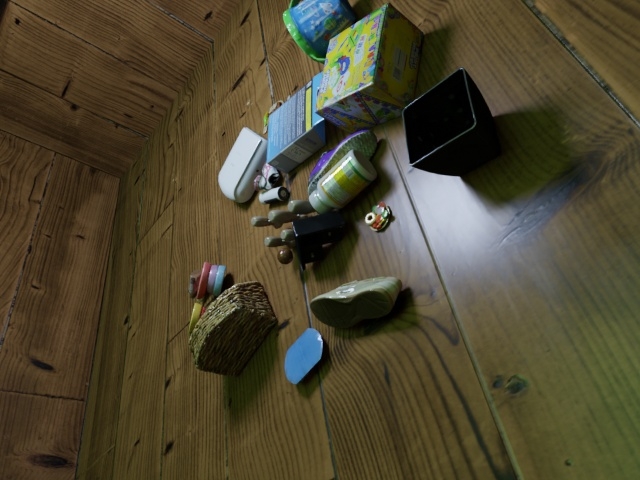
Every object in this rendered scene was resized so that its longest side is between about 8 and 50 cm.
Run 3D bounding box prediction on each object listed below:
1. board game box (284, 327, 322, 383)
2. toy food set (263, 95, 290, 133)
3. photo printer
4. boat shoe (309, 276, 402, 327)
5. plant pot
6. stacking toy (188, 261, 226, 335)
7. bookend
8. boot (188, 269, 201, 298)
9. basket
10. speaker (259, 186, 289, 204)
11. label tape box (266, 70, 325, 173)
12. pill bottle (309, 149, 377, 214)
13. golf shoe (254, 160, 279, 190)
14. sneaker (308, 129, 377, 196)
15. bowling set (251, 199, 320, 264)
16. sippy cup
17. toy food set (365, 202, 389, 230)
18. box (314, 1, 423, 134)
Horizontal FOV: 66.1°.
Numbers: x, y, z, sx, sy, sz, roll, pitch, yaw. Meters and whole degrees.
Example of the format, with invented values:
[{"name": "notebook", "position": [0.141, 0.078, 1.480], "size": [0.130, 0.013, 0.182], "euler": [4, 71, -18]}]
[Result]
[{"name": "board game box", "position": [-0.041, 0.346, 1.466], "size": [0.169, 0.033, 0.133], "euler": [-49, 33, 16]}, {"name": "toy food set", "position": [-0.206, -0.567, 2.190], "size": [0.192, 0.038, 0.133], "euler": [-25, 52, 44]}, {"name": "photo printer", "position": [-0.335, -0.324, 2.163], "size": [0.308, 0.107, 0.256], "euler": [-60, 35, 10]}, {"name": "boat shoe", "position": [0.094, 0.162, 1.345], "size": [0.302, 0.109, 0.098], "euler": [-22, 15, 46]}, {"name": "plant pot", "position": [0.330, -0.264, 1.200], "size": [0.187, 0.166, 0.188], "euler": [-30, 50, 40]}, {"name": "stacking toy", "position": [-0.449, 0.262, 2.030], "size": [0.279, 0.130, 0.309], "euler": [123, 157, -62]}, {"name": "bookend", "position": [0.000, 0.000, 1.552], "size": [0.072, 0.156, 0.157], "euler": [-111, 10, -45]}, {"name": "boot", "position": [-0.517, 0.182, 2.027], "size": [0.118, 0.042, 0.087], "euler": [-75, -10, -67]}, {"name": "basket", "position": [-0.335, 0.288, 1.725], "size": [0.299, 0.213, 0.223], "euler": [-54, 38, 17]}, {"name": "speaker", "position": [-0.183, -0.175, 1.924], "size": [0.136, 0.055, 0.055], "euler": [-6, 66, 51]}, {"name": "label tape box", "position": [-0.058, -0.447, 1.867], "size": [0.347, 0.115, 0.249], "euler": [-27, 51, 39]}, {"name": "pill bottle", "position": [0.064, -0.173, 1.530], "size": [0.208, 0.117, 0.118], "euler": [-41, 42, 24]}, {"name": "golf shoe", "position": [-0.198, -0.262, 1.979], "size": [0.085, 0.068, 0.186], "euler": [3, 46, 17]}, {"name": "sneaker", "position": [0.059, -0.271, 1.623], "size": [0.293, 0.102, 0.146], "euler": [-42, 28, 24]}, {"name": "bowling set", "position": [-0.101, -0.016, 1.683], "size": [0.287, 0.154, 0.200], "euler": [-13, 80, 48]}, {"name": "sippy cup", "position": [0.010, -0.867, 1.932], "size": [0.224, 0.305, 0.240], "euler": [-30, 19, 26]}, {"name": "toy food set", "position": [0.169, -0.069, 1.430], "size": [0.083, 0.020, 0.083], "euler": [-55, 36, 16]}, {"name": "box", "position": [0.153, -0.537, 1.579], "size": [0.279, 0.177, 0.290], "euler": [-8, 66, 51]}]
